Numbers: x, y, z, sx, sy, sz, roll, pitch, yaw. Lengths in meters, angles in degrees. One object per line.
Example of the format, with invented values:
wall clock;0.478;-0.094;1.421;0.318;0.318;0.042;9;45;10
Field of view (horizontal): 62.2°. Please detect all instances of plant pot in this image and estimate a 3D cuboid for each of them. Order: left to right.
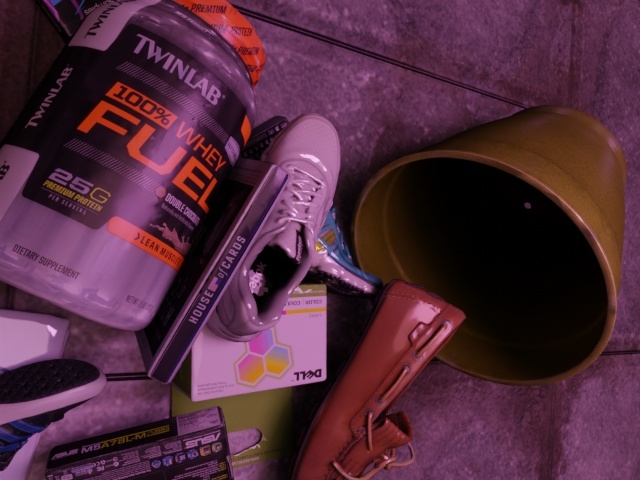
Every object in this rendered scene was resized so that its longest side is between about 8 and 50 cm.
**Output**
plant pot;0.298;-0.036;0.815;0.353;0.366;0.366;-39;110;-38

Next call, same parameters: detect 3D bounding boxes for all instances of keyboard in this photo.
keyboard;-0.094;-0.091;0.735;0.180;0.023;0.108;-35;108;-26

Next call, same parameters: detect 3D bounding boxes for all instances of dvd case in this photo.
dvd case;-0.132;0.016;0.591;0.030;0.179;0.238;32;86;-27

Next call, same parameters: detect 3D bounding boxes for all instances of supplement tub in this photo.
supplement tub;-0.202;-0.093;0.560;0.207;0.207;0.338;31;74;-28

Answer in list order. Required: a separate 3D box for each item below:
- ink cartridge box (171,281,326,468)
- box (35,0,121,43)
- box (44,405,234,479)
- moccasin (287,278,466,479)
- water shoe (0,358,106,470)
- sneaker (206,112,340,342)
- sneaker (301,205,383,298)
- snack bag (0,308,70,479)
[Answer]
ink cartridge box;-0.092;0.184;0.693;0.189;0.097;0.255;0;89;-32
box;-0.277;-0.303;0.617;0.116;0.029;0.162;-41;112;-25
box;-0.193;0.300;0.612;0.191;0.045;0.184;-11;112;-15
moccasin;0.075;0.245;0.735;0.380;0.147;0.139;-59;161;-5
water shoe;-0.322;0.185;0.538;0.203;0.073;0.080;-15;119;-28
sneaker;-0.036;-0.022;0.604;0.110;0.118;0.292;25;72;-17
sneaker;0.000;0.000;0.742;0.275;0.107;0.110;39;65;-31
snack bag;-0.457;0.204;0.503;0.343;0.037;0.323;17;81;-31
